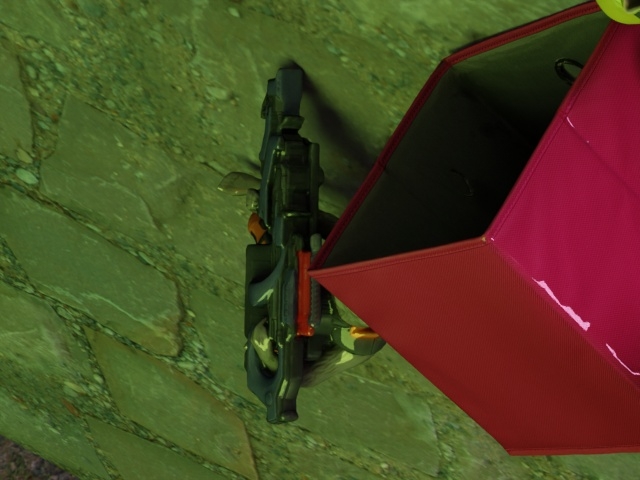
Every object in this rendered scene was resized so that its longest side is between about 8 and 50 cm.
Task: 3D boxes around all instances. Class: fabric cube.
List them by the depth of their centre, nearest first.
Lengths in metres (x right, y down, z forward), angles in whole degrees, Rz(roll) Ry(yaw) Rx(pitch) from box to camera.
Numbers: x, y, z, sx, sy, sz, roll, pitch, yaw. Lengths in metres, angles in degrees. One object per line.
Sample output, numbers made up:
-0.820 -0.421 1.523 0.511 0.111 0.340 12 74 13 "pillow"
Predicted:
0.200 -0.002 1.624 0.258 0.259 0.254 42 154 -19 "fabric cube"

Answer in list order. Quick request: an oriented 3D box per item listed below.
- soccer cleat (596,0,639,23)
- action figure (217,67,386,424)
0.232 -0.194 1.359 0.093 0.121 0.289 50 166 -5 "soccer cleat"
0.000 0.000 1.979 0.178 0.341 0.330 1 -173 -22 "action figure"
